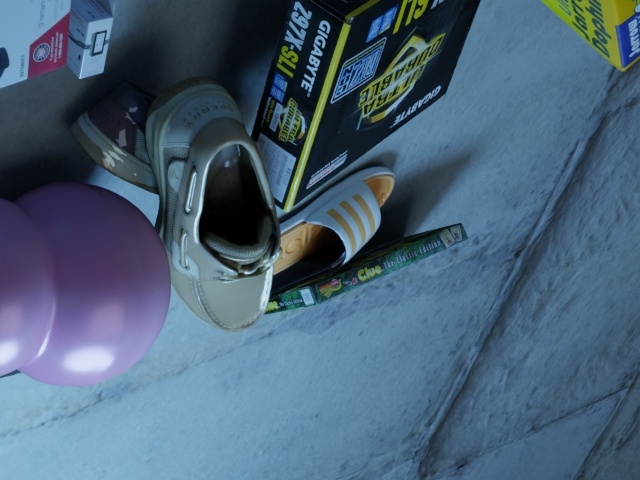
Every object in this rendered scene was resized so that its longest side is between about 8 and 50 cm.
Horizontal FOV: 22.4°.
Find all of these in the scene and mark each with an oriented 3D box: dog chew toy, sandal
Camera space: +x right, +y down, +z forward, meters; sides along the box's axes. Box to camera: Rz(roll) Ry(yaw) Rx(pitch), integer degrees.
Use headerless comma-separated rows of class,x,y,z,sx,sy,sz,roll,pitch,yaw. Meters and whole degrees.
dog chew toy,-0.313,0.046,1.568,0.331,0.207,0.207,-2,132,-39
sandal,0.000,0.007,2.023,0.265,0.076,0.102,-32,150,-19

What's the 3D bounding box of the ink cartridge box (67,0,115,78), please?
ink cartridge box,-0.219,-0.199,1.497,0.028,0.048,0.083,-20,143,-36

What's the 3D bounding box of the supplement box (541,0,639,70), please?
supplement box,0.406,-0.404,1.845,0.356,0.195,0.194,-40,152,-4

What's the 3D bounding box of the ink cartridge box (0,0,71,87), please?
ink cartridge box,-0.306,-0.188,1.376,0.175,0.072,0.127,-25,148,-30

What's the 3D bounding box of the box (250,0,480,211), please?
box,0.060,-0.208,1.723,0.322,0.079,0.257,-38,154,-44

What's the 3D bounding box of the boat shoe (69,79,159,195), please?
boat shoe,-0.138,-0.095,1.689,0.092,0.103,0.285,-46,146,17

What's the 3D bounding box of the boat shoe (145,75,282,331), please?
boat shoe,-0.100,-0.007,1.640,0.121,0.110,0.341,-28,141,-14

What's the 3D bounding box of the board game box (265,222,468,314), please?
board game box,0.056,0.037,2.109,0.259,0.030,0.136,-22,-174,-34

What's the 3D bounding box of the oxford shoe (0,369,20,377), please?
oxford shoe,-0.284,0.075,1.757,0.227,0.083,0.096,-22,141,-35
